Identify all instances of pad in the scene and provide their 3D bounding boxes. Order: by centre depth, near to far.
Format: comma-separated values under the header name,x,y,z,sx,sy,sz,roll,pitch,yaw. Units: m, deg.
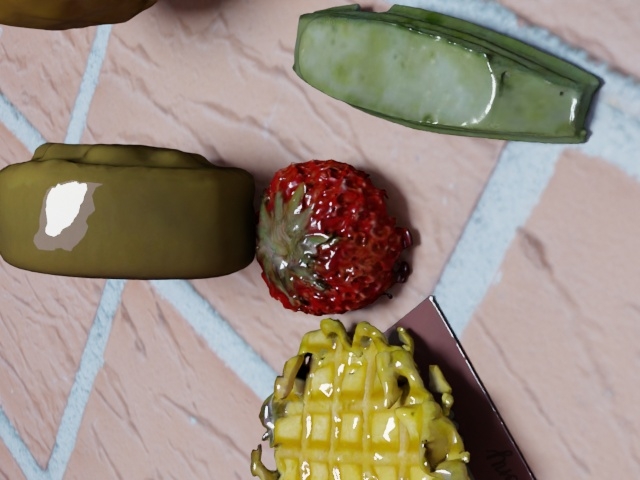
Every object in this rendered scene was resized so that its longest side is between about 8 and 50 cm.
name,x,y,z,sx,sy,sz,roll,pitch,yaw
pad,0.096,0.222,0.731,0.202,0.005,0.300,-44,63,36

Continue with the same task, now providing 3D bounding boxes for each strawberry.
name,x,y,z,sx,sy,sz,roll,pitch,yaw
strawberry,0.000,0.000,0.759,0.145,0.086,0.145,0,91,45

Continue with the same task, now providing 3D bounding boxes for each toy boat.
name,x,y,z,sx,sy,sz,roll,pitch,yaw
toy boat,0.074,-0.135,0.702,0.293,0.055,0.093,24,111,41

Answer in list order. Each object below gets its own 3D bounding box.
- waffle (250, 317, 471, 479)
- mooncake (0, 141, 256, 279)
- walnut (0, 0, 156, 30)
name,x,y,z,sx,sy,sz,roll,pitch,yaw
waffle,0.023,0.207,0.722,0.280,0.060,0.262,50,120,44
mooncake,-0.162,-0.029,0.808,0.235,0.235,0.117,4,93,44
walnut,-0.231,-0.363,0.776,0.308,0.398,0.354,18,106,8
